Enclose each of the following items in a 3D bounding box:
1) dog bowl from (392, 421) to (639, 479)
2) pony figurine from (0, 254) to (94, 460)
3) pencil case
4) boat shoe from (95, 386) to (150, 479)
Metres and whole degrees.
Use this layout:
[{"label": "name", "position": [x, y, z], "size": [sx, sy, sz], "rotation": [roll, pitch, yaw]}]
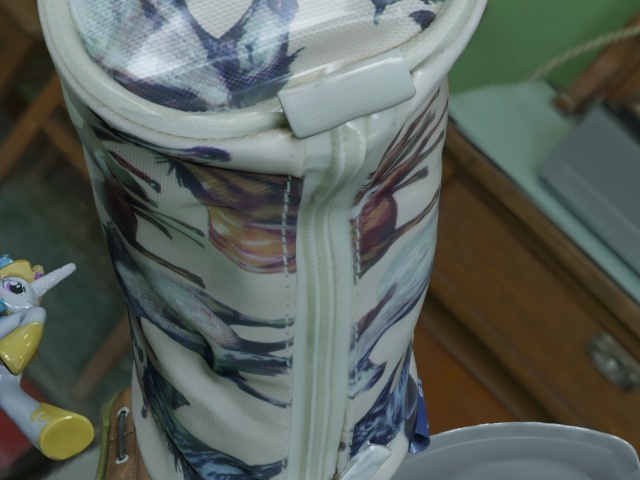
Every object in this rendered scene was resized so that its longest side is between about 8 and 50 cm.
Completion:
[{"label": "dog bowl", "position": [0.127, 0.289, 0.989], "size": [0.349, 0.349, 0.102], "rotation": [54, -13, 28]}, {"label": "pony figurine", "position": [-0.393, 0.154, 1.622], "size": [0.303, 0.351, 0.363], "rotation": [62, -1, -23]}, {"label": "pencil case", "position": [-0.020, -0.005, 0.705], "size": [0.183, 0.160, 0.410], "rotation": [57, -17, 26]}, {"label": "boat shoe", "position": [-0.130, 0.242, 1.154], "size": [0.104, 0.111, 0.307], "rotation": [3, 50, 9]}]
